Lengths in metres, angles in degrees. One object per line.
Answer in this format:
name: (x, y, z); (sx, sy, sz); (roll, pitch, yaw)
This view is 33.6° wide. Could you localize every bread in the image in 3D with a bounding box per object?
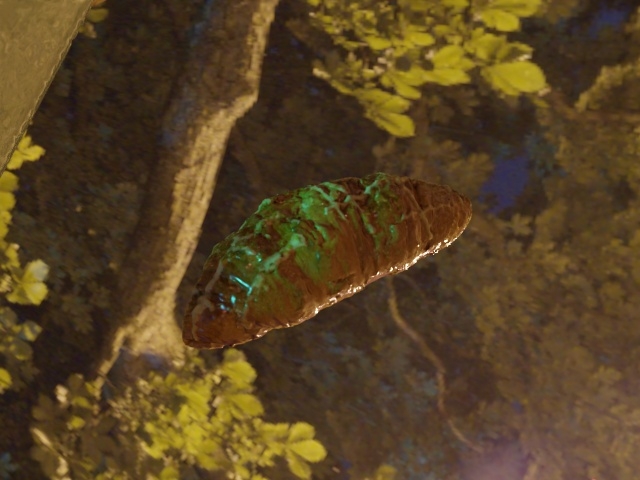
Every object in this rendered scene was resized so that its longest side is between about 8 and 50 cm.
bread: (0.000, 0.000, 0.749); (0.233, 0.105, 0.076); (-23, -69, -15)

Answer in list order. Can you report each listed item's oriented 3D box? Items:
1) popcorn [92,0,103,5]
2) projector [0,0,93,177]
popcorn: (-0.229, -0.270, 0.692); (0.224, 0.270, 0.258); (-47, -9, 1)
projector: (-0.209, -0.109, 0.425); (0.192, 0.099, 0.256); (-62, -24, -4)
